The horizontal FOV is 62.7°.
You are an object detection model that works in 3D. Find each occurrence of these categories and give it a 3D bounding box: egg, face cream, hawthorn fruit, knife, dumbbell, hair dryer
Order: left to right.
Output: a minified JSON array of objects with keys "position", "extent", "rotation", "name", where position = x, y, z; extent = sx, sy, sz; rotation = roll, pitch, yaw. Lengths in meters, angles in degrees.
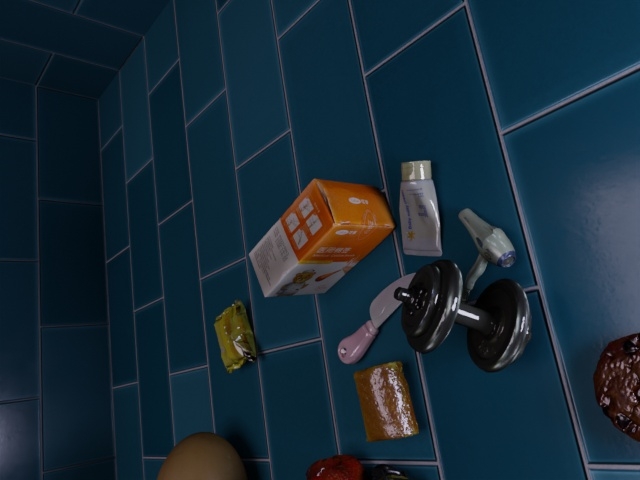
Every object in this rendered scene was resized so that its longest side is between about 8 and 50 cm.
[{"position":[-0.378,0.809,1.672],"extent":[0.301,0.301,0.373],"rotation":[-31,64,43],"name":"egg"},{"position":[0.040,0.633,1.322],"extent":[0.173,0.173,0.179],"rotation":[2,88,49],"name":"hawthorn fruit"},{"position":[0.150,0.190,1.337],"extent":[0.336,0.043,0.081],"rotation":[-53,44,24],"name":"knife"},{"position":[0.232,-0.074,1.242],"extent":[0.114,0.070,0.224],"rotation":[2,97,49],"name":"face cream"},{"position":[0.278,0.145,1.015],"extent":[0.192,0.290,0.192],"rotation":[-161,90,-81],"name":"dumbbell"},{"position":[0.327,0.029,1.142],"extent":[0.199,0.067,0.167],"rotation":[118,145,-45],"name":"hair dryer"}]

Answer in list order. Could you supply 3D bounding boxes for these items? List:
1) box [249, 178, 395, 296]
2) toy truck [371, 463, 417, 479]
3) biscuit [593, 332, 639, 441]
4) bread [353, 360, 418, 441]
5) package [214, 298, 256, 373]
[{"position":[0.000,0.000,1.370],"extent":[0.341,0.225,0.143],"rotation":[-47,56,37],"name":"box"},{"position":[0.156,0.643,1.202],"extent":[0.165,0.147,0.224],"rotation":[157,123,-71],"name":"toy truck"},{"position":[0.547,0.241,0.858],"extent":[0.192,0.049,0.192],"rotation":[-11,75,46],"name":"biscuit"},{"position":[0.157,0.382,1.249],"extent":[0.132,0.103,0.172],"rotation":[-33,63,49],"name":"bread"},{"position":[-0.288,0.325,1.773],"extent":[0.168,0.090,0.226],"rotation":[-37,63,37],"name":"package"}]
